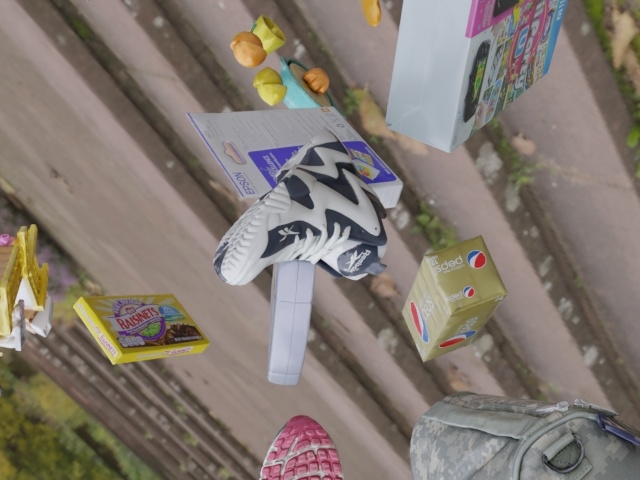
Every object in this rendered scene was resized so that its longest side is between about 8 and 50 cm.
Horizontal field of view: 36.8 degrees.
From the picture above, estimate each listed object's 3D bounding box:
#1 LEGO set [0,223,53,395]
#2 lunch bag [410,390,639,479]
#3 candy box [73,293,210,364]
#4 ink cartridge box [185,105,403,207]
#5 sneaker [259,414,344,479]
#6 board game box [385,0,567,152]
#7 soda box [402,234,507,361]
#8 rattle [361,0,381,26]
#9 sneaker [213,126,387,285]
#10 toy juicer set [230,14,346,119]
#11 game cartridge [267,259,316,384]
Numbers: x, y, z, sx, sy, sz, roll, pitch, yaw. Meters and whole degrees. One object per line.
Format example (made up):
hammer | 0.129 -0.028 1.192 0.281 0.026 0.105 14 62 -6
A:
LEGO set | -0.305 0.048 0.835 0.107 0.132 0.287 2 -171 -7
lunch bag | 0.230 0.274 0.968 0.256 0.212 0.305 52 164 -6
candy box | -0.250 0.121 1.367 0.105 0.027 0.206 47 -161 20
ink cartridge box | -0.038 -0.098 1.173 0.206 0.208 0.045 -126 38 -47
sneaker | -0.028 0.374 1.402 0.112 0.121 0.299 -99 6 -60
board game box | 0.206 -0.272 1.182 0.097 0.303 0.224 25 129 23
soda box | 0.124 0.060 0.924 0.181 0.058 0.061 94 155 -70
rattle | 0.144 -0.475 1.620 0.130 0.200 0.143 21 156 48
sneaker | 0.000 0.000 0.987 0.153 0.235 0.094 43 127 -8
toy juicer set | -0.032 -0.272 1.752 0.329 0.089 0.209 50 -160 -2
game cartridge | -0.043 0.071 1.393 0.062 0.198 0.297 7 139 -2
